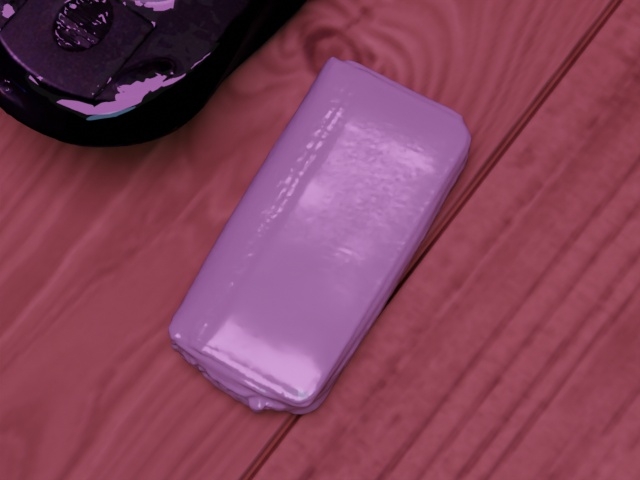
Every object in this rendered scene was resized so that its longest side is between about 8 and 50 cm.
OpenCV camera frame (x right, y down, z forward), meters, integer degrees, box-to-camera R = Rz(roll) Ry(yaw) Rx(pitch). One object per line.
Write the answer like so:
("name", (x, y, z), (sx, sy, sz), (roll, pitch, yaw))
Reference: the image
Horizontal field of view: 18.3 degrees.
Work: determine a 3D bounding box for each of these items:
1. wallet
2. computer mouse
("wallet", (0.000, 0.000, 1.020), (0.095, 0.033, 0.190), (26, 73, 13))
("computer mouse", (-0.080, -0.139, 1.041), (0.137, 0.096, 0.233), (40, 73, 10))
